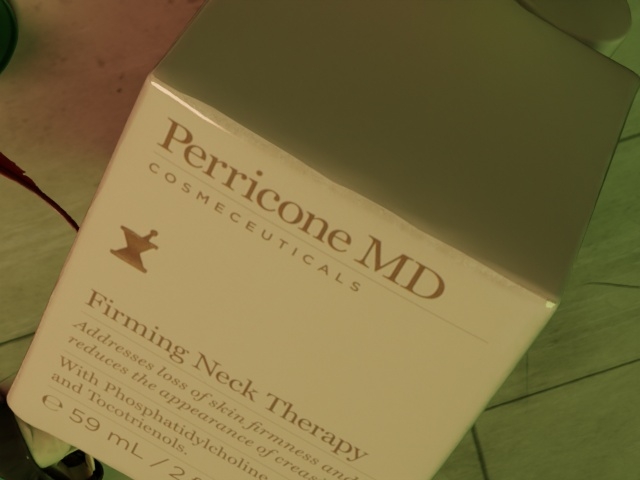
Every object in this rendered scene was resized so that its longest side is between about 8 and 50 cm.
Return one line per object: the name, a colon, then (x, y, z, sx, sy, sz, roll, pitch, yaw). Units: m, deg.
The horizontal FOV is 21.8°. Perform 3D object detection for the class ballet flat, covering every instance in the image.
ballet flat: (-0.321, 0.237, 1.896, 0.096, 0.095, 0.280, -29, 156, 0)

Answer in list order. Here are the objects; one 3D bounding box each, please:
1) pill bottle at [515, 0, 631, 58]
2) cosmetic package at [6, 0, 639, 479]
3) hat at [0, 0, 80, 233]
pill bottle: (0.147, -0.132, 1.508, 0.160, 0.160, 0.283, 6, 139, -30)
cosmetic package: (0.000, 0.000, 1.347, 0.329, 0.327, 0.394, 30, 131, 0)
hat: (-0.309, -0.099, 1.332, 0.208, 0.183, 0.173, -9, 145, -13)
